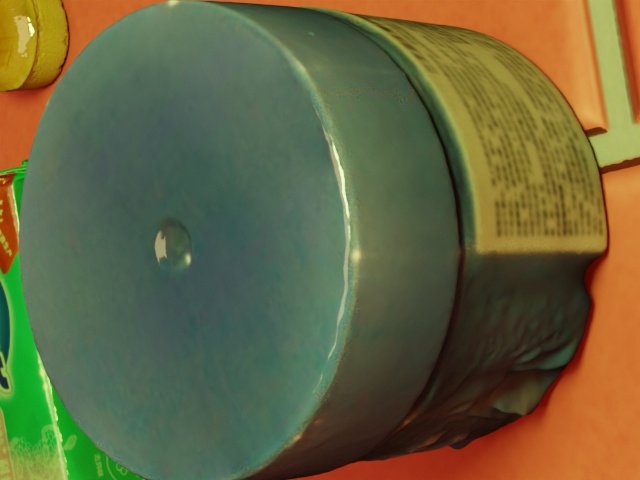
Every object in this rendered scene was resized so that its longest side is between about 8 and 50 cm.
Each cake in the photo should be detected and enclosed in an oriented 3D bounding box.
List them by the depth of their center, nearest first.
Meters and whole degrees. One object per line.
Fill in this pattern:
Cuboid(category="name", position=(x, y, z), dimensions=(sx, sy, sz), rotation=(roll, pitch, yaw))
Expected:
Cuboid(category="cake", position=(-0.217, -0.147, 1.410), dimensions=(0.084, 0.044, 0.084), rotation=(7, 100, 46))

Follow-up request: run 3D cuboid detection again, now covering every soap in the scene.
Cuboid(category="soap", position=(-0.201, 0.090, 1.372), dimensions=(0.218, 0.098, 0.273), rotation=(-16, 83, 40))

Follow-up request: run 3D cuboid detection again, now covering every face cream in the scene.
Cuboid(category="face cream", position=(0.000, 0.000, 1.057), dimensions=(0.249, 0.225, 0.249), rotation=(2, 93, 44))
